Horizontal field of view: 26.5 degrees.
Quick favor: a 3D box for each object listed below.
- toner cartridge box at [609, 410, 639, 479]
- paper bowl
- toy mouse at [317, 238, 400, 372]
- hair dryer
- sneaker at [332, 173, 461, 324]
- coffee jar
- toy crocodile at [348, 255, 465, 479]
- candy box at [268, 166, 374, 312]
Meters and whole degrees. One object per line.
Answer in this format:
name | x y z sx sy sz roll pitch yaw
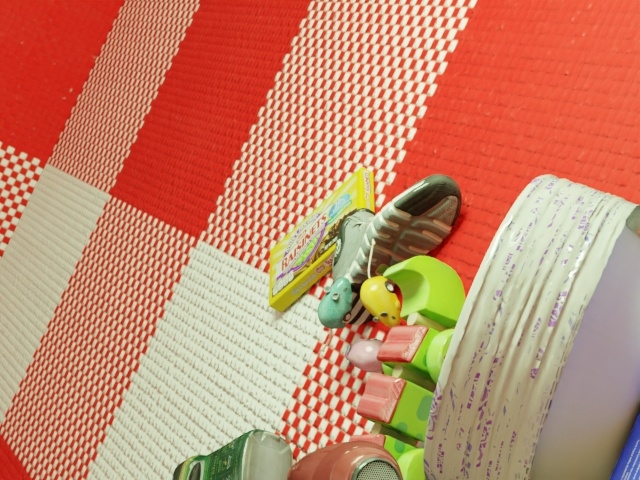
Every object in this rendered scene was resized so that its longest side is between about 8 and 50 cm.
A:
toner cartridge box | 0.318 0.111 0.974 0.348 0.075 0.165 -61 19 -19
paper bowl | 0.205 0.098 1.130 0.148 0.284 0.284 19 81 18
toy mouse | 0.035 0.101 1.560 0.143 0.031 0.161 -32 74 41
hair dryer | -0.011 0.281 1.271 0.223 0.080 0.293 -43 15 19
sneaker | 0.075 -0.018 1.618 0.229 0.086 0.132 -51 28 26
coffee jar | -0.115 0.301 1.680 0.184 0.079 0.096 -29 45 47
toy crocodile | 0.083 0.183 1.406 0.115 0.105 0.341 -7 61 59
candy box | 0.000 0.000 1.793 0.206 0.027 0.105 -42 31 36
